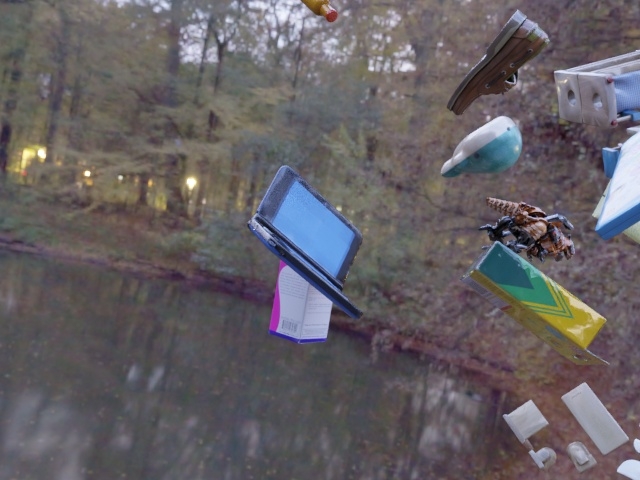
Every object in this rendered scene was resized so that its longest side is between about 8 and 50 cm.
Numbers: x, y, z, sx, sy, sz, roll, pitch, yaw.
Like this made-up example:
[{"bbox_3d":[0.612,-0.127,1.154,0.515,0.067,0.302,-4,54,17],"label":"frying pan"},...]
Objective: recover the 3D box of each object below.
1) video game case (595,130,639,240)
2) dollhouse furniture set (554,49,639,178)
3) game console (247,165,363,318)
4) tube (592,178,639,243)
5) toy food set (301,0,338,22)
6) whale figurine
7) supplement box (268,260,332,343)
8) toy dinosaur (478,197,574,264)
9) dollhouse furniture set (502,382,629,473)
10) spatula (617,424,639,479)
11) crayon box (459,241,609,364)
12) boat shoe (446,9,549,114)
[{"bbox_3d":[0.293,-0.075,0.586,0.015,0.119,0.166,44,43,-4],"label":"video game case"},{"bbox_3d":[0.401,-0.138,0.903,0.129,0.184,0.129,-15,17,-4],"label":"dollhouse furniture set"},{"bbox_3d":[0.000,0.000,1.580,0.293,0.173,0.250,40,-1,-26],"label":"game console"},{"bbox_3d":[0.599,-0.040,1.329,0.062,0.070,0.240,55,4,-29],"label":"tube"},{"bbox_3d":[0.079,-0.516,1.366,0.232,0.111,0.104,-25,57,-20],"label":"toy food set"},{"bbox_3d":[0.468,-0.242,2.036,0.216,0.141,0.272,-33,-4,-35],"label":"whale figurine"},{"bbox_3d":[-0.042,0.142,1.804,0.111,0.220,0.114,12,4,40],"label":"supplement box"},{"bbox_3d":[0.570,-0.031,1.965,0.322,0.218,0.164,47,35,-12],"label":"toy dinosaur"},{"bbox_3d":[0.439,0.342,1.255,0.144,0.151,0.123,58,7,31],"label":"dollhouse furniture set"},{"bbox_3d":[0.803,0.491,1.541,0.242,0.168,0.019,19,-31,42],"label":"spatula"},{"bbox_3d":[0.461,0.139,1.488,0.318,0.081,0.202,38,-6,7],"label":"crayon box"},{"bbox_3d":[0.401,-0.379,1.623,0.104,0.111,0.307,38,-34,2],"label":"boat shoe"}]
